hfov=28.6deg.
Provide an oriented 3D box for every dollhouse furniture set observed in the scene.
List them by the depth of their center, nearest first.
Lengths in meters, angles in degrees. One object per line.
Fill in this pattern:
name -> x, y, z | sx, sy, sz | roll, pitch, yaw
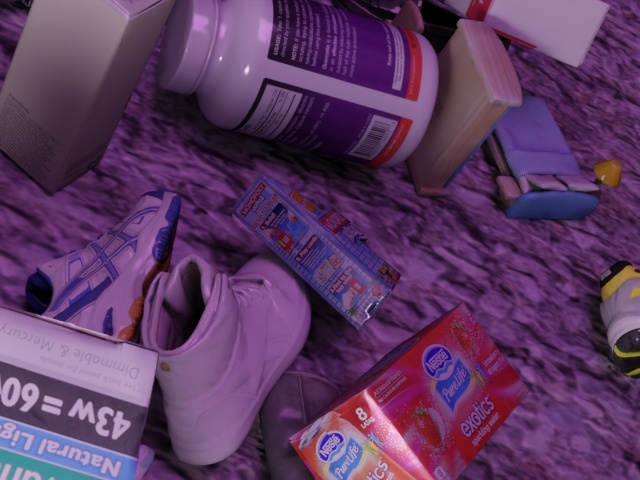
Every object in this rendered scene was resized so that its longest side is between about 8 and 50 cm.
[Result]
dollhouse furniture set -> 0.270, -0.202, 1.724 | 0.303, 0.198, 0.286 | 3, 54, -30

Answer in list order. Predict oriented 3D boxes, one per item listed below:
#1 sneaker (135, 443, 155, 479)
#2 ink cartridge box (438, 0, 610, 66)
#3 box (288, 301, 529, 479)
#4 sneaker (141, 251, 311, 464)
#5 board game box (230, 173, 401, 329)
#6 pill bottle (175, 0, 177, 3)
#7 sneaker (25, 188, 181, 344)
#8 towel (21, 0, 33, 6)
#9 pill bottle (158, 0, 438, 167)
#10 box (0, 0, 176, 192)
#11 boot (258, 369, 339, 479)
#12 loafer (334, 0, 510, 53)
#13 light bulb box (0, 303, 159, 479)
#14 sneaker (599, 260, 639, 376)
sneaker -> -0.202, 0.227, 1.196 | 0.069, 0.038, 0.098 | 24, 36, -10
ink cartridge box -> 0.264, -0.346, 1.771 | 0.172, 0.100, 0.237 | 17, 17, -26
box -> 0.099, 0.181, 1.309 | 0.128, 0.123, 0.257 | 54, 33, 4
sneaker -> -0.090, 0.066, 1.285 | 0.108, 0.169, 0.292 | 0, 37, 18
board game box -> 0.000, 0.000, 1.427 | 0.194, 0.060, 0.194 | 40, 13, 1
pill bottle -> -0.214, -0.410, 1.650 | 0.221, 0.121, 0.121 | 49, 46, 12
sneaker -> -0.229, 0.034, 1.288 | 0.131, 0.112, 0.296 | 14, 37, 2
towel -> -0.382, -0.445, 1.500 | 0.121, 0.235, 0.283 | -16, 64, -46
pill bottle -> -0.028, -0.208, 1.556 | 0.323, 0.181, 0.181 | 13, 49, -23
box -> -0.256, -0.186, 1.330 | 0.113, 0.275, 0.094 | 42, 43, 6
boot -> -0.043, 0.225, 1.267 | 0.190, 0.076, 0.208 | 19, 52, -37
loafer -> 0.152, -0.327, 1.834 | 0.267, 0.084, 0.096 | 26, 45, -11
light bulb box -> -0.349, 0.201, 0.893 | 0.358, 0.361, 0.225 | 20, 47, -17
sneaker -> 0.544, 0.096, 1.687 | 0.385, 0.145, 0.147 | 8, 52, -29
